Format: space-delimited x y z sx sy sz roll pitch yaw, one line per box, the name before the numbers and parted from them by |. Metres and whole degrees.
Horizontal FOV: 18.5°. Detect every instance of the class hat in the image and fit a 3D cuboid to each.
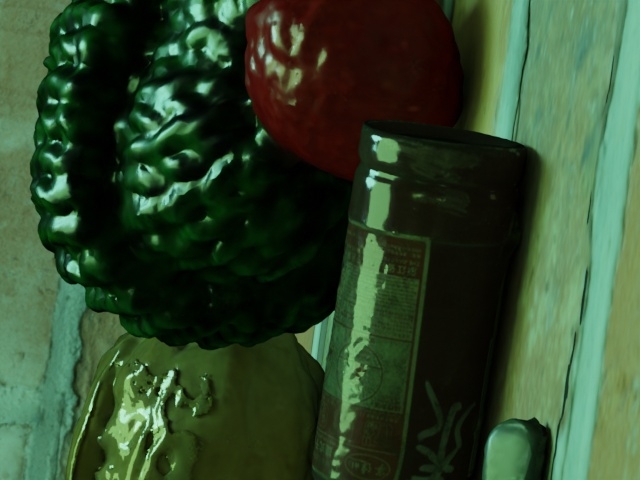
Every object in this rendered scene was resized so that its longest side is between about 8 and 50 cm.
hat | -0.040 -0.073 1.136 0.332 0.242 0.274 170 91 -70

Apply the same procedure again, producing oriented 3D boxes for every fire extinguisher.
fire extinguisher | 0.021 0.073 0.871 0.075 0.106 0.252 -151 68 -62

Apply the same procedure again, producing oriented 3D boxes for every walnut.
walnut | -0.088 0.161 1.426 0.198 0.198 0.244 142 136 -81

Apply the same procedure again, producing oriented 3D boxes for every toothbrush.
toothbrush | 0.056 0.214 0.747 0.030 0.031 0.297 1 81 58
